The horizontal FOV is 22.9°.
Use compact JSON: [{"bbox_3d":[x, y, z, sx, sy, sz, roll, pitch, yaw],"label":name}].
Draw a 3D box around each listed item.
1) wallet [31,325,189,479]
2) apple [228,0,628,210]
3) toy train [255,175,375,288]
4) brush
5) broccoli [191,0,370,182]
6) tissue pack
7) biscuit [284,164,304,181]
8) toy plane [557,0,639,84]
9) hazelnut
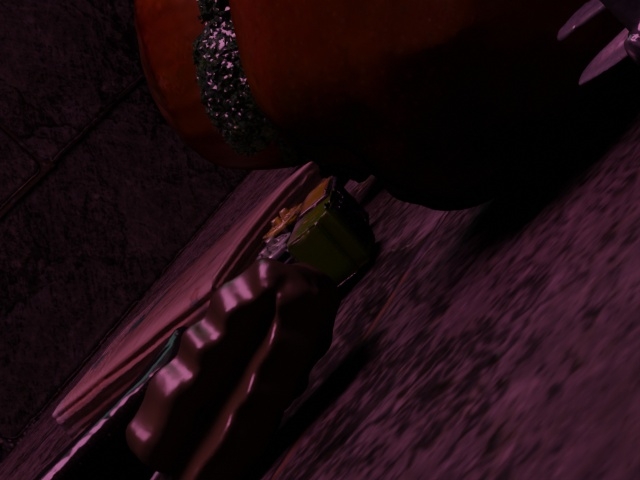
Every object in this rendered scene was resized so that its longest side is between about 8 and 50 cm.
[{"bbox_3d":[-0.142,0.165,0.900,0.250,0.044,0.149,-46,-19,-27],"label":"wallet"},{"bbox_3d":[0.054,-0.126,0.795,0.230,0.230,0.230,-47,6,6],"label":"apple"},{"bbox_3d":[0.000,0.000,1.123,0.081,0.060,0.202,-39,7,11],"label":"toy train"},{"bbox_3d":[-0.086,0.139,0.846,0.301,0.071,0.084,-55,-12,9],"label":"brush"},{"bbox_3d":[0.031,-0.194,1.372,0.308,0.308,0.275,-46,-19,9],"label":"broccoli"},{"bbox_3d":[-0.107,0.069,1.369,0.325,0.071,0.170,-39,8,49],"label":"tissue pack"},{"bbox_3d":[-0.033,-0.037,1.701,0.290,0.041,0.208,-47,4,3],"label":"biscuit"},{"bbox_3d":[0.207,-0.158,0.578,0.267,0.088,0.212,-40,5,-12],"label":"toy plane"},{"bbox_3d":[-0.042,-0.244,1.827,0.372,0.372,0.315,147,123,-68],"label":"hazelnut"}]
